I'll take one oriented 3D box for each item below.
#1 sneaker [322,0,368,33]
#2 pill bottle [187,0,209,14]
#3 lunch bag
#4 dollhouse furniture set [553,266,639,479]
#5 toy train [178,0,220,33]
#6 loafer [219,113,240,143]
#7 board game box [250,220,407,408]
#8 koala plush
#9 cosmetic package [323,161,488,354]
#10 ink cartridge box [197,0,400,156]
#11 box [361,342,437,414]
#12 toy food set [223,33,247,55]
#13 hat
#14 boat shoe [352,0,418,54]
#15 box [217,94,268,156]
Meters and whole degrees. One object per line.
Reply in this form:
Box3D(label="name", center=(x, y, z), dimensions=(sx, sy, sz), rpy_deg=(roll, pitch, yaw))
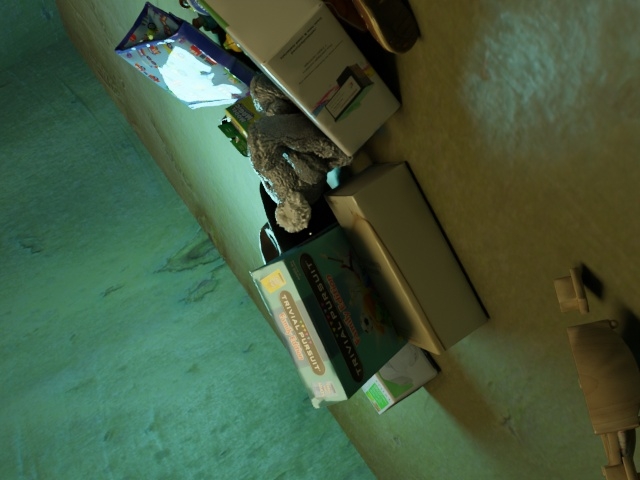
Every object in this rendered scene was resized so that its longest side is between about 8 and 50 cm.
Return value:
Box3D(label="sneaker", center=(0.011, -0.361, 1.286), dimensions=(0.175, 0.067, 0.064), rpy_deg=(44, -173, -11))
Box3D(label="pill bottle", center=(-0.164, -0.433, 1.561), dimensions=(0.169, 0.094, 0.094), rpy_deg=(21, 141, 62))
Box3D(label="lunch bag", center=(-0.256, -0.371, 1.898), dimensions=(0.221, 0.138, 0.293), rpy_deg=(35, 173, -35))
Box3D(label="dollhouse furniture set", center=(0.437, 0.239, 1.178), dimensions=(0.303, 0.173, 0.356), rpy_deg=(56, -157, -57))
Box3D(label="toy train", center=(-0.271, -0.510, 1.949), dimensions=(0.166, 0.046, 0.125), rpy_deg=(57, 166, 5))
Box3D(label="loafer", center=(-0.101, -0.209, 1.844), dimensions=(0.134, 0.130, 0.366), rpy_deg=(63, 165, -22))
Box3D(label="board game box", center=(0.046, 0.105, 1.625), dimensions=(0.079, 0.336, 0.254), rpy_deg=(-22, 96, 34))
Box3D(label="koala plush", center=(-0.033, -0.135, 1.550), dimensions=(0.196, 0.203, 0.221), rpy_deg=(-91, 11, -45))
Box3D(label="cosmetic package", center=(0.143, 0.027, 1.566), dimensions=(0.309, 0.113, 0.160), rpy_deg=(59, 167, -11))
Box3D(label="ink cartridge box", center=(-0.029, -0.270, 1.318), dimensions=(0.201, 0.117, 0.278), rpy_deg=(48, -175, 34))
Box3D(label="box", center=(0.126, 0.238, 2.063), dimensions=(0.262, 0.126, 0.231), rpy_deg=(56, 168, 11))
Box3D(label="toy food set", center=(-0.148, -0.400, 1.715), dimensions=(0.128, 0.071, 0.218), rpy_deg=(59, 166, -5))
Box3D(label="hat", center=(-0.033, 0.017, 1.791), dimensions=(0.134, 0.331, 0.331), rpy_deg=(-34, 87, 32))
Box3D(label="boat shoe", center=(0.063, -0.321, 1.180), dimensions=(0.060, 0.064, 0.178), rpy_deg=(27, 150, 60))
Box3D(label="box", center=(-0.091, -0.228, 1.668), dimensions=(0.105, 0.179, 0.043), rpy_deg=(49, 164, 31))
